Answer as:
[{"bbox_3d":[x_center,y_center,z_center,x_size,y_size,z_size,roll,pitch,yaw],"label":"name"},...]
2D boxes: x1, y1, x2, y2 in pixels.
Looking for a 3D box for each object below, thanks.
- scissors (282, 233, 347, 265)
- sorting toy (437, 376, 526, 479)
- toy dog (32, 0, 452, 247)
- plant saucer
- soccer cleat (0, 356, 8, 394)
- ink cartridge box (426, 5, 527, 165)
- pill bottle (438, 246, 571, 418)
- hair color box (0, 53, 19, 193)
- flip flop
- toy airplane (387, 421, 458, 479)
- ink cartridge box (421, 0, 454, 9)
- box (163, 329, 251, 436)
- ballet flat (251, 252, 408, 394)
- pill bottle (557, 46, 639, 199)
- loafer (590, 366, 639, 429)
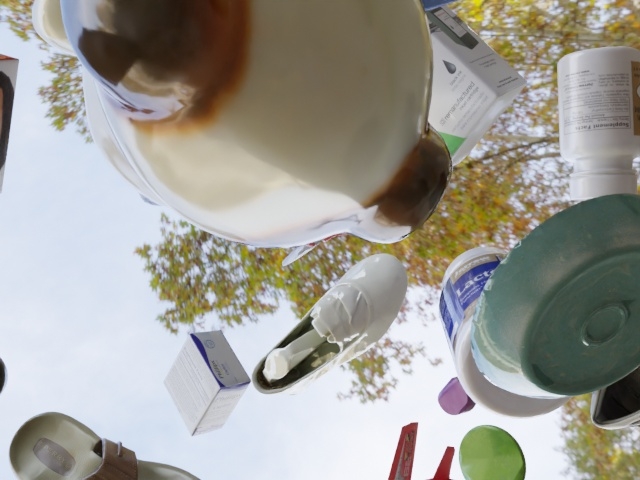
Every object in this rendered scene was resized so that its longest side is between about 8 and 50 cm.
[{"bbox_3d":[0.000,0.000,1.268,0.109,0.297,0.021,7,-114,-7],"label":"scissors"},{"bbox_3d":[0.337,0.396,1.318,0.126,0.366,0.127,0,-37,-46],"label":"sorting toy"},{"bbox_3d":[-0.009,-0.186,0.481,0.284,0.395,0.408,38,-125,-44],"label":"toy dog"},{"bbox_3d":[0.130,0.035,0.364,0.119,0.021,0.119,-10,-56,-15],"label":"plant saucer"},{"bbox_3d":[-0.513,0.158,0.867,0.289,0.121,0.093,7,-100,-25],"label":"soccer cleat"},{"bbox_3d":[0.181,-0.291,1.352,0.289,0.121,0.211,47,-46,13],"label":"ink cartridge box"},{"bbox_3d":[0.233,0.102,0.975,0.153,0.265,0.153,0,-75,2],"label":"pill bottle"},{"bbox_3d":[-0.180,-0.043,0.308,0.043,0.141,0.072,15,-73,3],"label":"hair color box"},{"bbox_3d":[-0.228,0.241,0.770,0.112,0.277,0.080,-53,-36,-26],"label":"flip flop"},{"bbox_3d":[0.085,0.229,0.700,0.151,0.028,0.151,-10,-73,-34],"label":"toy airplane"},{"bbox_3d":[0.091,-0.354,0.935,0.395,0.270,0.151,-34,-64,-47],"label":"ink cartridge box"},{"bbox_3d":[-0.203,0.251,1.348,0.072,0.126,0.137,-2,-46,-43],"label":"box"},{"bbox_3d":[0.006,0.178,1.422,0.139,0.139,0.400,33,-57,-18],"label":"ballet flat"},{"bbox_3d":[0.449,-0.181,1.213,0.131,0.131,0.229,-2,-90,-13],"label":"pill bottle"},{"bbox_3d":[0.384,0.097,0.805,0.111,0.112,0.319,-19,-42,-32],"label":"loafer"}]
